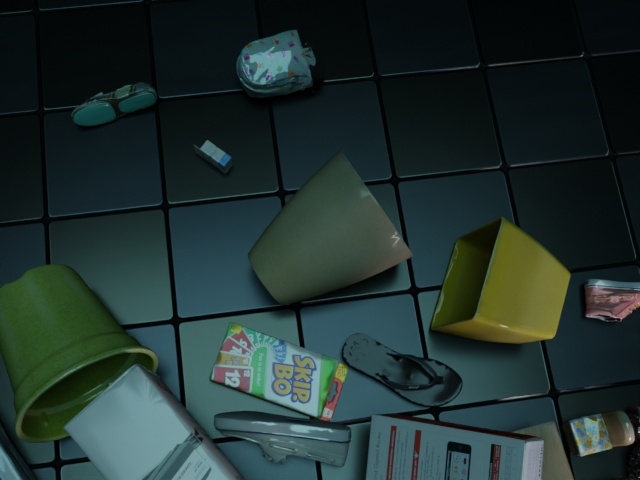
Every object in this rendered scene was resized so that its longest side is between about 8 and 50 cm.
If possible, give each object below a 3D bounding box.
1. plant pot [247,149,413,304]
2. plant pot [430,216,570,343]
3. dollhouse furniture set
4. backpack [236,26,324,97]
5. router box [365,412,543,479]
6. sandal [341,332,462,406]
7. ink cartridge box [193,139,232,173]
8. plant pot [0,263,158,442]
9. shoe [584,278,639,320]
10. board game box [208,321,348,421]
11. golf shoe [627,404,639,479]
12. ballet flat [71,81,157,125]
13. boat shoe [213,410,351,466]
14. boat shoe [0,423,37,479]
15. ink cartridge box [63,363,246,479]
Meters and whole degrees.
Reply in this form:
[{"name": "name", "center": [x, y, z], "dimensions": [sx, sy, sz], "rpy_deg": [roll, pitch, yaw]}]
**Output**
[{"name": "plant pot", "center": [0.000, 0.000, 1.588], "dimensions": [0.274, 0.256, 0.256], "rpy_deg": [-34, 78, 4]}, {"name": "plant pot", "center": [0.370, 0.103, 1.590], "dimensions": [0.187, 0.212, 0.212], "rpy_deg": [22, 73, -10]}, {"name": "dollhouse furniture set", "center": [0.443, 0.532, 1.432], "dimensions": [0.362, 0.256, 0.394], "rpy_deg": [-13, 75, -7]}, {"name": "backpack", "center": [-0.095, -0.388, 1.744], "dimensions": [0.182, 0.115, 0.152], "rpy_deg": [-18, 78, -5]}, {"name": "router box", "center": [0.219, 0.488, 1.380], "dimensions": [0.301, 0.082, 0.336], "rpy_deg": [2, 82, 37]}, {"name": "sandal", "center": [0.163, 0.265, 1.598], "dimensions": [0.254, 0.054, 0.097], "rpy_deg": [20, 74, 3]}, {"name": "ink cartridge box", "center": [-0.231, -0.184, 1.710], "dimensions": [0.083, 0.048, 0.028], "rpy_deg": [36, 75, 7]}, {"name": "plant pot", "center": [-0.488, 0.193, 1.494], "dimensions": [0.276, 0.276, 0.254], "rpy_deg": [-32, 67, -11]}, {"name": "shoe", "center": [0.642, 0.131, 1.664], "dimensions": [0.178, 0.063, 0.081], "rpy_deg": [5, 75, 4]}, {"name": "board game box", "center": [-0.082, 0.266, 1.597], "dimensions": [0.259, 0.039, 0.124], "rpy_deg": [20, 74, 0]}, {"name": "golf shoe", "center": [0.660, 0.424, 1.574], "dimensions": [0.086, 0.067, 0.186], "rpy_deg": [9, 73, -2]}, {"name": "ballet flat", "center": [-0.451, -0.301, 1.733], "dimensions": [0.188, 0.070, 0.070], "rpy_deg": [-16, 75, -9]}, {"name": "boat shoe", "center": [-0.076, 0.386, 1.534], "dimensions": [0.267, 0.096, 0.088], "rpy_deg": [8, 88, -5]}, {"name": "boat shoe", "center": [-0.646, 0.386, 1.492], "dimensions": [0.094, 0.109, 0.302], "rpy_deg": [-35, 81, -10]}, {"name": "ink cartridge box", "center": [-0.241, 0.430, 1.407], "dimensions": [0.166, 0.285, 0.395], "rpy_deg": [-40, 79, -13]}]
